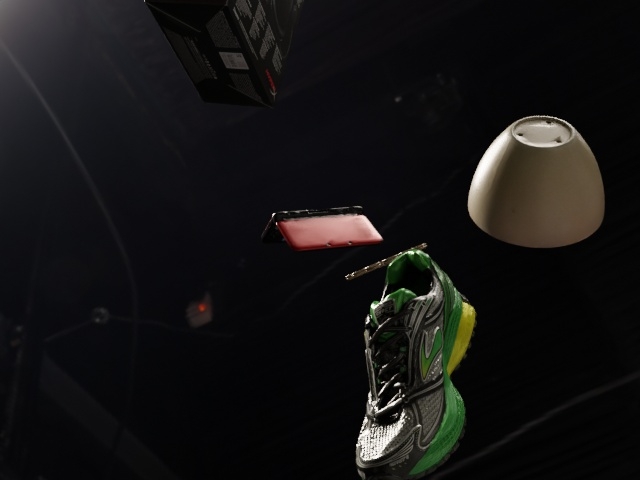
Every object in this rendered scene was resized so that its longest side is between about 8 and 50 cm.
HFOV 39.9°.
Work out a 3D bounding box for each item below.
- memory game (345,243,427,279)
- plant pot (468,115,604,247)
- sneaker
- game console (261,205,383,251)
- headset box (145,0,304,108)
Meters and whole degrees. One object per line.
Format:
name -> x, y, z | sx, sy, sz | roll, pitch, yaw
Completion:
memory game -> 0.140, 0.046, 1.859 | 0.012, 0.186, 0.186 | 67, -169, 3
plant pot -> 0.453, -0.146, 1.834 | 0.284, 0.284, 0.191 | -101, 4, -53
sneaker -> 0.095, 0.154, 1.091 | 0.146, 0.134, 0.343 | 51, -146, -27
game console -> 0.000, 0.000, 1.301 | 0.124, 0.144, 0.085 | 125, 136, -57
headset box -> -0.099, -0.354, 1.140 | 0.218, 0.110, 0.293 | 63, -143, -63
